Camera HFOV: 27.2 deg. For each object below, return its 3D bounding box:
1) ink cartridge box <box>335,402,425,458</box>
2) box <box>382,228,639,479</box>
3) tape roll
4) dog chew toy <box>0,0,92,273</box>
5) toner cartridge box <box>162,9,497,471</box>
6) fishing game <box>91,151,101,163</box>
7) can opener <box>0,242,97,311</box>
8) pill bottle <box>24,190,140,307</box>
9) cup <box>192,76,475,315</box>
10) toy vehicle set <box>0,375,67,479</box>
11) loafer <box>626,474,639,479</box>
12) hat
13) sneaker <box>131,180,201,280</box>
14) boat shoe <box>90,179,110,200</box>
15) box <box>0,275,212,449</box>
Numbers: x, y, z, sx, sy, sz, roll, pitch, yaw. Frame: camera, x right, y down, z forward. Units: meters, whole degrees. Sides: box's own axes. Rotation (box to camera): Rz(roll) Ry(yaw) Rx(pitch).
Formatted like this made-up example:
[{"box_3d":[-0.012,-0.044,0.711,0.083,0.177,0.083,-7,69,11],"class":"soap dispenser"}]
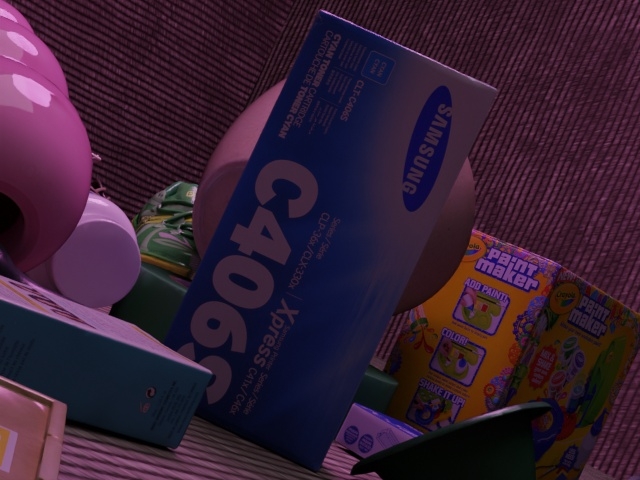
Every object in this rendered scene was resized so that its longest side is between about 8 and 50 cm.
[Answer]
[{"box_3d":[0.119,0.224,1.265,0.207,0.046,0.097,24,-3,46],"class":"ink cartridge box"},{"box_3d":[0.247,0.165,1.725,0.177,0.279,0.290,24,-1,40],"class":"box"},{"box_3d":[-0.074,0.121,1.455,0.321,0.077,0.321,26,-1,0],"class":"tape roll"},{"box_3d":[-0.320,-0.114,1.212,0.207,0.206,0.331,26,28,-32],"class":"dog chew toy"},{"box_3d":[0.000,0.000,1.112,0.165,0.347,0.075,25,0,2],"class":"toner cartridge box"},{"box_3d":[-0.353,-0.106,1.425,0.189,0.041,0.264,32,15,2],"class":"fishing game"},{"box_3d":[-0.236,0.058,1.086,0.186,0.073,0.059,28,-41,-13],"class":"can opener"},{"box_3d":[-0.267,0.004,1.405,0.124,0.124,0.221,26,-1,-26],"class":"pill bottle"},{"box_3d":[-0.018,-0.036,1.565,0.331,0.331,0.237,25,25,24],"class":"cup"},{"box_3d":[-0.187,0.073,0.532,0.166,0.035,0.267,25,-1,-9],"class":"toy vehicle set"},{"box_3d":[0.351,0.313,1.425,0.084,0.096,0.267,31,-1,22],"class":"loafer"},{"box_3d":[0.143,0.243,1.088,0.173,0.183,0.208,-7,-18,-39],"class":"hat"},{"box_3d":[-0.187,-0.014,1.713,0.109,0.123,0.295,30,8,-21],"class":"sneaker"},{"box_3d":[-0.362,-0.036,1.862,0.355,0.130,0.132,25,-1,11],"class":"boat shoe"},{"box_3d":[-0.190,0.063,0.831,0.100,0.060,0.244,24,-2,45],"class":"box"}]
